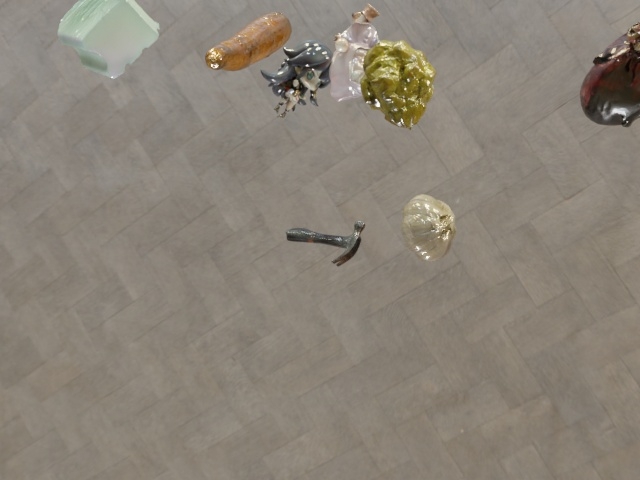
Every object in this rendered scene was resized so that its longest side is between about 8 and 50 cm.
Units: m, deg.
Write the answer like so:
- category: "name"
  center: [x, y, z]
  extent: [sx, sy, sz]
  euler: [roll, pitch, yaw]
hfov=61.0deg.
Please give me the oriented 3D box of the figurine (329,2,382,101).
- category: "figurine"
  center: [0.101, -0.530, 1.547]
  extent: [0.133, 0.200, 0.276]
  euler: [7, 81, 44]

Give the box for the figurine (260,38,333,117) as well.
- category: "figurine"
  center: [-0.070, -0.558, 1.841]
  extent: [0.265, 0.175, 0.197]
  euler: [-26, 87, 5]

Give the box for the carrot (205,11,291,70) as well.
- category: "carrot"
  center: [-0.104, -0.283, 0.784]
  extent: [0.059, 0.248, 0.059]
  euler: [11, 125, 16]

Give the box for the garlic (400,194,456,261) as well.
- category: "garlic"
  center: [0.365, -0.042, 1.801]
  extent: [0.152, 0.228, 0.228]
  euler: [-17, 91, 41]

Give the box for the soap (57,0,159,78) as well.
- category: "soap"
  center: [-0.386, -0.381, 0.973]
  extent: [0.145, 0.091, 0.230]
  euler: [-50, 44, -11]

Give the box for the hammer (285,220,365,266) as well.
- category: "hammer"
  center: [0.000, 0.000, 1.646]
  extent: [0.290, 0.037, 0.137]
  euler: [7, 70, 43]

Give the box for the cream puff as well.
- category: "cream puff"
  center: [0.131, -0.273, 0.972]
  extent: [0.146, 0.146, 0.116]
  euler: [19, 63, 12]

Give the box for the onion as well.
- category: "onion"
  center: [0.779, -0.405, 1.347]
  extent: [0.281, 0.281, 0.221]
  euler: [-25, 63, 16]
